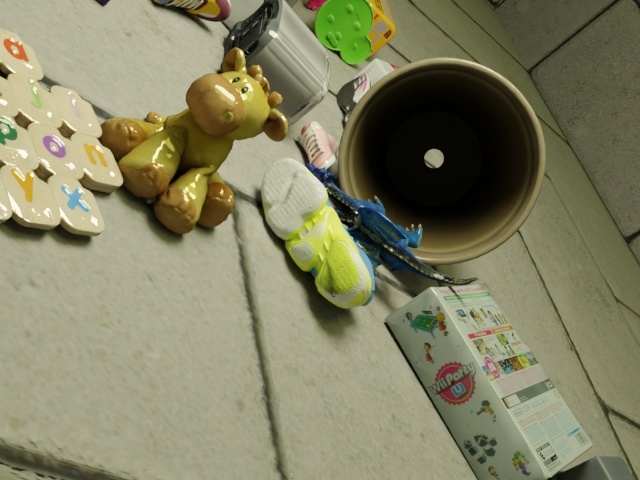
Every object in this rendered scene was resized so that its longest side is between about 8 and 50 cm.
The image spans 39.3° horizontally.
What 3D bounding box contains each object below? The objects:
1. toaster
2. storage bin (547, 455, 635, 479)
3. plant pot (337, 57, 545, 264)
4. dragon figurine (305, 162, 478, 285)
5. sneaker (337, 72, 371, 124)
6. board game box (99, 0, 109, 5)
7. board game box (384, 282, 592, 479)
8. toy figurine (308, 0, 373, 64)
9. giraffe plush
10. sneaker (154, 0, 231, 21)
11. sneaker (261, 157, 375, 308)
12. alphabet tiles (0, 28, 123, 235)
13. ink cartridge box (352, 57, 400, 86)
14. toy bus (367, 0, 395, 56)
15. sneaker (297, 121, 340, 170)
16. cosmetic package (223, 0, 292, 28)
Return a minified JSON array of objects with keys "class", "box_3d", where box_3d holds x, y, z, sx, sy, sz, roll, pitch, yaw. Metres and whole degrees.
[{"class":"toaster","box_3d":[-0.068,-0.286,1.442,0.146,0.129,0.227,41,25,-25]},{"class":"storage bin","box_3d":[0.431,0.386,1.397,0.135,0.091,0.098,17,41,-49]},{"class":"plant pot","box_3d":[0.198,-0.138,1.523,0.323,0.323,0.280,50,9,-3]},{"class":"dragon figurine","box_3d":[0.083,-0.003,1.310,0.289,0.085,0.144,42,18,19]},{"class":"sneaker","box_3d":[0.081,-0.247,1.731,0.077,0.072,0.178,48,30,-36]},{"class":"board game box","box_3d":[-0.339,-0.427,1.273,0.141,0.048,0.170,39,27,-29]},{"class":"board game box","box_3d":[0.253,0.214,1.330,0.224,0.097,0.303,2,54,-59]},{"class":"toy figurine","box_3d":[0.036,-0.488,1.942,0.173,0.130,0.159,58,4,-42]},{"class":"giraffe plush","box_3d":[-0.130,-0.130,1.067,0.181,0.170,0.210,47,25,-7]},{"class":"sneaker","box_3d":[-0.223,-0.389,1.406,0.186,0.069,0.083,29,41,-28]},{"class":"sneaker","box_3d":[0.000,0.000,1.239,0.240,0.091,0.126,63,9,25]},{"class":"alphabet tiles","box_3d":[-0.327,-0.122,0.902,0.284,0.021,0.278,9,48,-55]},{"class":"ink cartridge box","box_3d":[0.164,-0.288,1.902,0.175,0.072,0.127,58,25,17]},{"class":"toy bus","box_3d":[0.086,-0.578,2.127,0.130,0.108,0.332,36,28,-30]},{"class":"sneaker","box_3d":[-0.009,-0.148,1.444,0.070,0.051,0.134,44,22,-11]},{"class":"cosmetic package","box_3d":[-0.078,-0.631,1.584,0.327,0.394,0.329,47,26,-8]}]
